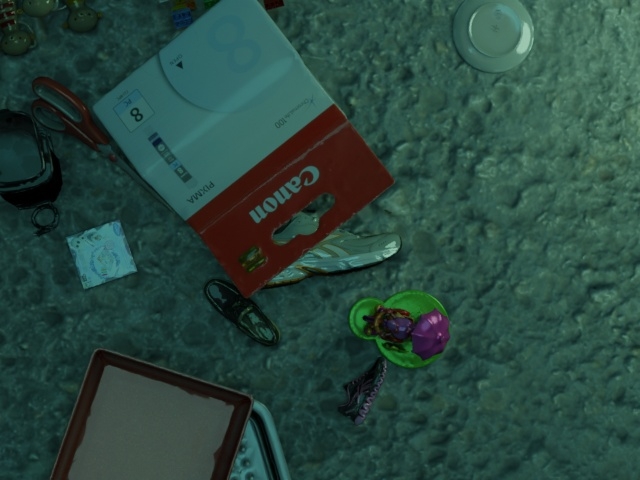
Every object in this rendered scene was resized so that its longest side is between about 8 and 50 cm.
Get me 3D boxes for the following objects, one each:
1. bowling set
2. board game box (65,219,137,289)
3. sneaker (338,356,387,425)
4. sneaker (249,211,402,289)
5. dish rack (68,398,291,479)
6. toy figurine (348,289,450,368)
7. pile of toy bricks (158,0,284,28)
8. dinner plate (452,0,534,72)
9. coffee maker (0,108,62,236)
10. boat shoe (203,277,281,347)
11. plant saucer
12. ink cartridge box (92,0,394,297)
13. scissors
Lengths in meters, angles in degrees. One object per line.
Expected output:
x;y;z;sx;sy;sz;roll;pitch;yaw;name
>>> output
-0.495;-0.368;1.854;0.287;0.200;0.154;-22;91;-4;bowling set
-0.349;0.023;1.937;0.090;0.020;0.090;-19;89;-7;board game box
0.067;0.238;1.970;0.057;0.047;0.119;27;83;6;sneaker
0.000;0.000;1.947;0.263;0.099;0.121;-10;84;-9;sneaker
-0.210;0.416;1.910;0.333;0.072;0.285;-16;89;-7;dish rack
0.138;0.137;1.923;0.173;0.159;0.130;15;85;-6;toy figurine
-0.161;-0.422;1.953;0.212;0.118;0.105;-14;55;3;pile of toy bricks
0.293;-0.353;2.038;0.141;0.017;0.141;1;86;-8;dinner plate
-0.447;-0.105;1.851;0.120;0.178;0.171;-36;92;-7;coffee maker
-0.123;0.114;1.946;0.152;0.049;0.056;38;84;-4;boat shoe
-0.262;0.321;1.851;0.259;0.048;0.258;19;84;-7;plant saucer
-0.121;-0.151;1.876;0.308;0.091;0.385;-38;81;6;ink cartridge box
-0.336;-0.148;1.908;0.297;0.109;0.021;37;51;-4;scissors
